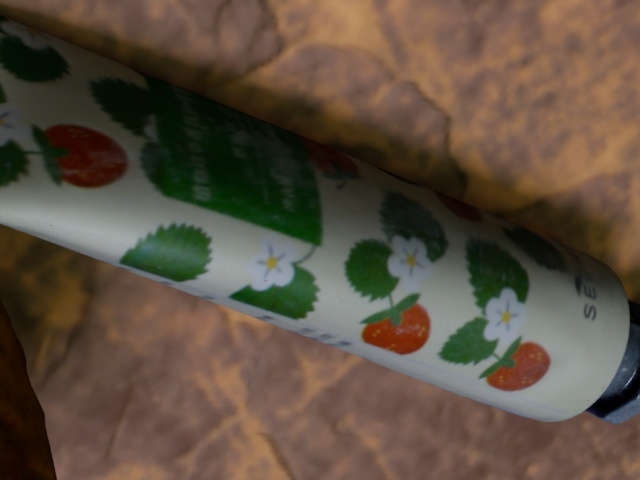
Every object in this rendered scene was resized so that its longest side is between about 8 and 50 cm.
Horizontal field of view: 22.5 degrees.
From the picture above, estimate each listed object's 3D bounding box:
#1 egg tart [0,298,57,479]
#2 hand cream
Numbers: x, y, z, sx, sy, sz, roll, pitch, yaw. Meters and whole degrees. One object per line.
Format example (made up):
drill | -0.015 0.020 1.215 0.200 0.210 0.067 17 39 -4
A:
egg tart | -0.165 0.070 0.380 0.170 0.215 0.215 -14 119 13
hand cream | 0.000 0.000 0.505 0.276 0.095 0.059 21 125 -30
